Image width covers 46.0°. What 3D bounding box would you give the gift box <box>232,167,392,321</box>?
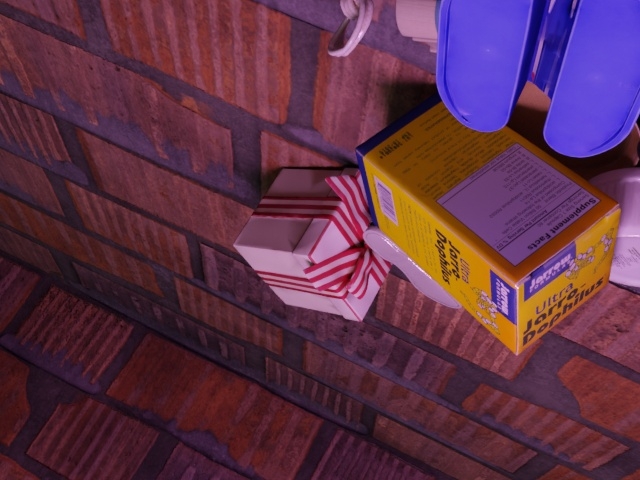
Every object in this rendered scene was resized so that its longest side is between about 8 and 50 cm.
[{"bbox_3d":[0.000,0.000,1.543,0.258,0.255,0.276,7,151,40],"label":"gift box"}]

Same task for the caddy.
[{"bbox_3d":[0.256,-0.247,0.806,0.241,0.179,0.341,19,158,15],"label":"caddy"}]

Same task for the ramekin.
[{"bbox_3d":[0.497,-0.011,1.162,0.207,0.109,0.207,15,156,7],"label":"ramekin"}]

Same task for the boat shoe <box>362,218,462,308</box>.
[{"bbox_3d":[0.193,0.036,1.469,0.254,0.079,0.095,39,154,-11],"label":"boat shoe"}]

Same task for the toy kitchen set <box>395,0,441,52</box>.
[{"bbox_3d":[0.210,-0.328,0.995,0.122,0.166,0.207,16,-174,32],"label":"toy kitchen set"}]

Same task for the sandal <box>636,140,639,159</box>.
[{"bbox_3d":[0.500,-0.160,1.005,0.040,0.067,0.179,-2,154,-26],"label":"sandal"}]

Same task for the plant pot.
[{"bbox_3d":[0.367,-0.169,1.144,0.236,0.032,0.236,24,152,13],"label":"plant pot"}]

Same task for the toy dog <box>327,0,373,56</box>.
[{"bbox_3d":[0.037,-0.401,0.912,0.161,0.220,0.334,18,150,-23],"label":"toy dog"}]

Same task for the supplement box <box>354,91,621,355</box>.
[{"bbox_3d":[0.245,-0.039,1.154,0.356,0.194,0.195,46,165,36],"label":"supplement box"}]
